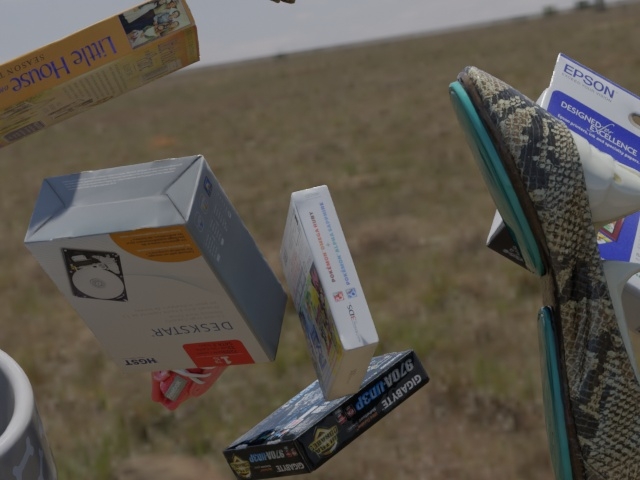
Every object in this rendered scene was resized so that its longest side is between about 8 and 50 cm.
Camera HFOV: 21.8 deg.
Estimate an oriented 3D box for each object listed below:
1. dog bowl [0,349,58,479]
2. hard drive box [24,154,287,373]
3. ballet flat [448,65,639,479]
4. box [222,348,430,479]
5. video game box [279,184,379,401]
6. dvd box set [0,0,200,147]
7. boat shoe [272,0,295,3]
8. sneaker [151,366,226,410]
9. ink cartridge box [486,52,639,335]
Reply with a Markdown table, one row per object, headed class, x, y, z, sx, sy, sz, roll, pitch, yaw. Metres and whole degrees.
| class | x | y | z | sx | sy | sz | roll | pitch | yaw |
| --- | --- | --- | --- | --- | --- | --- | --- | --- | --- |
| dog bowl | -0.414 | 0.190 | 1.516 | 0.348 | 0.102 | 0.349 | 3 | 27 | -1 |
| hard drive box | -0.160 | 0.030 | 1.681 | 0.181 | 0.232 | 0.089 | -7 | 50 | 21 |
| ballet flat | 0.276 | 0.038 | 1.703 | 0.182 | 0.483 | 0.164 | -16 | 0 | -1 |
| box | 0.006 | 0.219 | 2.080 | 0.220 | 0.051 | 0.175 | -34 | 9 | -34 |
| video game box | 0.006 | 0.062 | 1.835 | 0.048 | 0.187 | 0.205 | -13 | -18 | -10 |
| dvd box set | -0.362 | -0.202 | 2.204 | 0.420 | 0.062 | 0.307 | -24 | 0 | -3 |
| boat shoe | -0.048 | -0.264 | 1.576 | 0.064 | 0.060 | 0.178 | 29 | 11 | 6 |
| sneaker | -0.151 | 0.147 | 2.164 | 0.116 | 0.136 | 0.314 | 30 | -25 | -3 |
| ink cartridge box | 0.361 | -0.037 | 1.928 | 0.072 | 0.303 | 0.307 | -56 | 8 | 44 |
